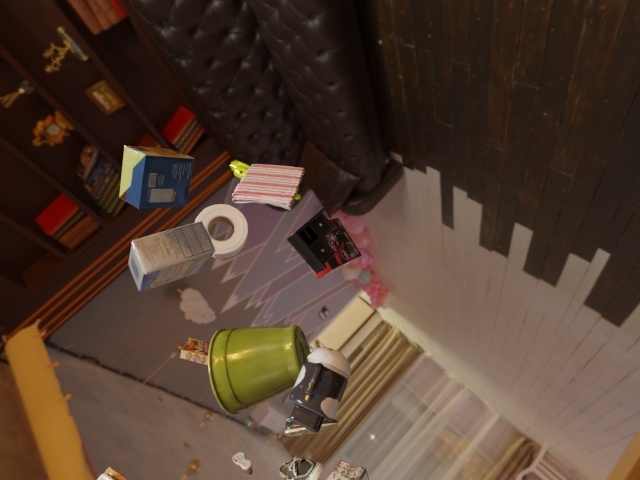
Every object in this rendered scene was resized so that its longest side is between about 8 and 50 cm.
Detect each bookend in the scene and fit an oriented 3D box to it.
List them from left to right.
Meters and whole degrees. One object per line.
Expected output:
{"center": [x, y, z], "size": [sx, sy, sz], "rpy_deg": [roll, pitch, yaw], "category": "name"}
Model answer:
{"center": [0.000, 0.000, 1.372], "size": [0.157, 0.156, 0.072], "rpy_deg": [50, 148, -3], "category": "bookend"}

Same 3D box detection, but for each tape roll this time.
{"center": [-0.538, -0.049, 2.222], "size": [0.286, 0.286, 0.100], "rpy_deg": [45, 159, 2], "category": "tape roll"}

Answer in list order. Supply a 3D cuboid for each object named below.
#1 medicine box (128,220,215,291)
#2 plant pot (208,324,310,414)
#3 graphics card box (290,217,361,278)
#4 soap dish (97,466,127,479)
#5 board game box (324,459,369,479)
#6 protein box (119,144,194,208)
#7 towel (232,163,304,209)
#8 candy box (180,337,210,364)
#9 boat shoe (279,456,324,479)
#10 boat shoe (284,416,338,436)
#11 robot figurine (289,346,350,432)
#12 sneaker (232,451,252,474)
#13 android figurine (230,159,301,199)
{"center": [-0.622, 0.069, 1.701], "size": [0.263, 0.289, 0.149], "rpy_deg": [-40, 73, 56], "category": "medicine box"}
{"center": [-0.234, 0.520, 1.766], "size": [0.366, 0.353, 0.366], "rpy_deg": [-17, -90, -81], "category": "plant pot"}
{"center": [0.037, 0.026, 1.901], "size": [0.232, 0.094, 0.371], "rpy_deg": [58, -154, 8], "category": "graphics card box"}
{"center": [-0.652, 0.920, 1.323], "size": [0.291, 0.229, 0.118], "rpy_deg": [17, 151, 25], "category": "soap dish"}
{"center": [0.087, 1.126, 1.701], "size": [0.141, 0.291, 0.232], "rpy_deg": [-5, 105, 38], "category": "board game box"}
{"center": [-0.607, -0.234, 1.522], "size": [0.136, 0.199, 0.201], "rpy_deg": [25, -160, 30], "category": "protein box"}
{"center": [-0.123, -0.138, 1.013], "size": [0.144, 0.197, 0.029], "rpy_deg": [7, 123, 3], "category": "towel"}
{"center": [-0.567, 0.542, 1.981], "size": [0.187, 0.053, 0.109], "rpy_deg": [14, -161, -2], "category": "candy box"}
{"center": [-0.063, 0.668, 1.181], "size": [0.070, 0.078, 0.219], "rpy_deg": [44, 138, 4], "category": "boat shoe"}
{"center": [-0.039, 0.792, 1.773], "size": [0.079, 0.233, 0.084], "rpy_deg": [-93, -5, -46], "category": "boat shoe"}
{"center": [-0.005, 0.513, 1.433], "size": [0.174, 0.278, 0.209], "rpy_deg": [33, 156, -17], "category": "robot figurine"}
{"center": [-0.379, 1.094, 1.996], "size": [0.158, 0.061, 0.064], "rpy_deg": [2, 111, 56], "category": "sneaker"}
{"center": [-0.189, -0.211, 1.459], "size": [0.273, 0.056, 0.248], "rpy_deg": [29, -172, 25], "category": "android figurine"}
